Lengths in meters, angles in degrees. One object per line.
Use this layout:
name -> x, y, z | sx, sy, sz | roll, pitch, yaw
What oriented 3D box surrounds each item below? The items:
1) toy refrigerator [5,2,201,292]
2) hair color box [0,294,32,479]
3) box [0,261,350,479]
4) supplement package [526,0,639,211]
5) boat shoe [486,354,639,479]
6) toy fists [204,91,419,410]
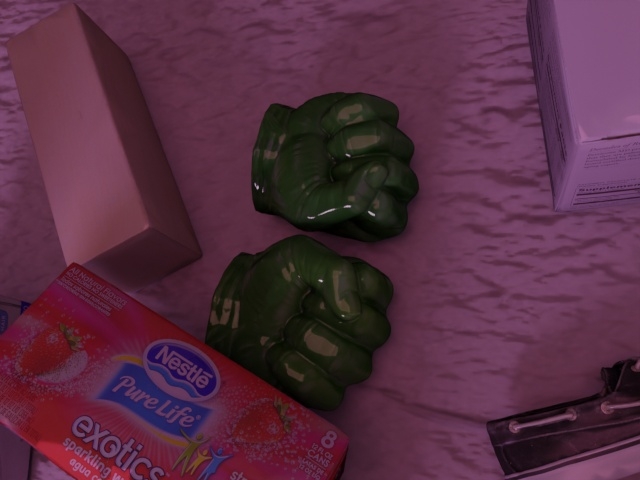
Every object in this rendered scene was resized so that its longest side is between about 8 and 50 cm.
toy refrigerator -> -0.220, -0.090, 0.609 | 0.094, 0.102, 0.269 | -28, 69, 6
hair color box -> -0.367, 0.112, 0.461 | 0.110, 0.339, 0.185 | -7, 72, 15
box -> -0.115, 0.145, 0.464 | 0.257, 0.128, 0.122 | 28, 63, 15
supplement package -> 0.303, -0.152, 0.455 | 0.262, 0.145, 0.203 | -6, 72, 13
boat shoe -> 0.228, 0.118, 0.432 | 0.219, 0.078, 0.070 | -24, 70, 10
toy fists -> 0.000, 0.000, 0.523 | 0.142, 0.096, 0.279 | 9, 75, 17
